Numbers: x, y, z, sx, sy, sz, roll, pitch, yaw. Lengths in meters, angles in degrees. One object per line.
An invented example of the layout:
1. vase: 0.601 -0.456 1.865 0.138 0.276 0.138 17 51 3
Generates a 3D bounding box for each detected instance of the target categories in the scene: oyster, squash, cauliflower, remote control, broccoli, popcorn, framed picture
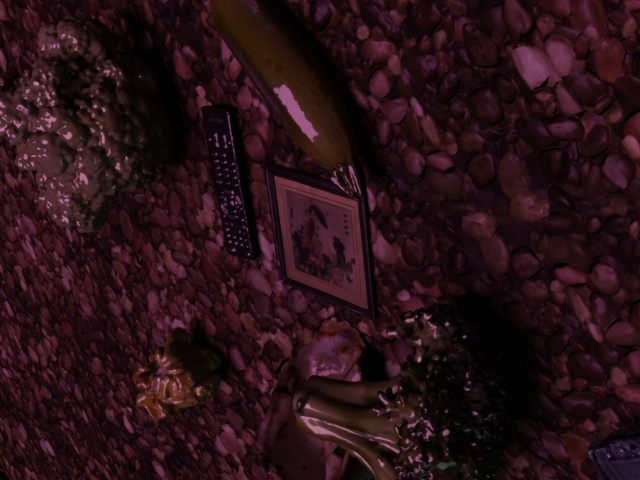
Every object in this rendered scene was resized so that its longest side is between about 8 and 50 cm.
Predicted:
1. oyster: 0.009 0.248 1.373 0.166 0.294 0.094 2 150 37
2. squash: -0.032 -0.194 1.245 0.341 0.094 0.094 56 143 11
3. cauliflower: -0.381 -0.175 1.526 0.281 0.260 0.327 10 99 42
4. remote control: -0.132 -0.083 1.484 0.063 0.025 0.245 18 125 42
5. broccoli: 0.117 0.230 1.214 0.235 0.288 0.260 35 157 -32
6. popcorn: -0.239 0.236 1.728 0.141 0.135 0.162 9 78 29
7. framed picture: 0.000 0.000 1.392 0.199 0.010 0.195 20 127 41

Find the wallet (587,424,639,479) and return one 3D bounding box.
1. wallet: 0.457 0.266 0.973 0.342 0.075 0.237 -25 99 51

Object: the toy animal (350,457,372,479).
1. toy animal: 0.074 0.338 1.427 0.179 0.138 0.166 -25 103 46
